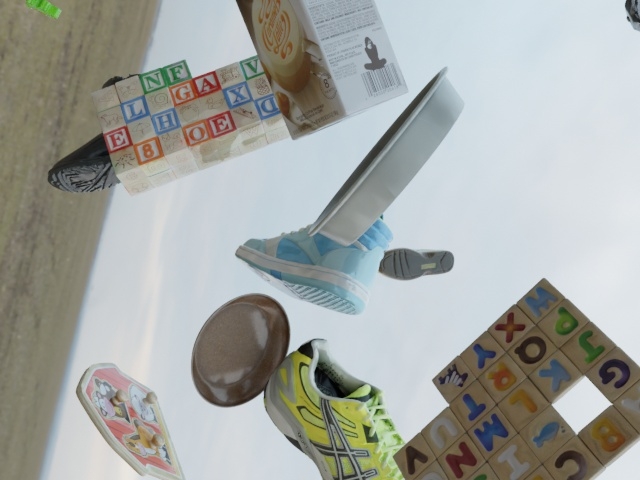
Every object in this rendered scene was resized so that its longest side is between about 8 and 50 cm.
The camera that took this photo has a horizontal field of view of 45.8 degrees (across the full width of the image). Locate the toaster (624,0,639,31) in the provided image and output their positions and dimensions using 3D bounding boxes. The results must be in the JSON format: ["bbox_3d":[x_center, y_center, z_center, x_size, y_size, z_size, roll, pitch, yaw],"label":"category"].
[{"bbox_3d":[0.450,-0.295,0.894,0.146,0.227,0.129,-31,-107,19],"label":"toaster"}]

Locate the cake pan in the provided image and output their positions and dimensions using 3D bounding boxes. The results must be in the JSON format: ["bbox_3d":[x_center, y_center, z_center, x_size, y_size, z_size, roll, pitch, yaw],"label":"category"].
[{"bbox_3d":[0.094,-0.106,1.034,0.293,0.054,0.293,-51,-177,4],"label":"cake pan"}]

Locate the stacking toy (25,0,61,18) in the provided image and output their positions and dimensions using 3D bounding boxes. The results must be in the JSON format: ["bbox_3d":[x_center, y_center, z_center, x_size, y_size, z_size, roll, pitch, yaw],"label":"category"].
[{"bbox_3d":[-0.515,-0.498,1.307,0.167,0.221,0.052,-65,-173,-12],"label":"stacking toy"}]

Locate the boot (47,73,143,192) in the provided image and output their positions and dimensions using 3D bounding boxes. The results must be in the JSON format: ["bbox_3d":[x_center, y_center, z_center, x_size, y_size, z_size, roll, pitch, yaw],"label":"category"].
[{"bbox_3d":[-0.422,-0.217,1.511,0.094,0.246,0.207,57,20,-60],"label":"boot"}]

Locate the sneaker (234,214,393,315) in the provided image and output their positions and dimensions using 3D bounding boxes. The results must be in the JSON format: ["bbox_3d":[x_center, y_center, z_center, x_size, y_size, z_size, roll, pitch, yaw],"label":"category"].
[{"bbox_3d":[0.000,0.000,1.337,0.319,0.127,0.208,16,-110,43],"label":"sneaker"}]

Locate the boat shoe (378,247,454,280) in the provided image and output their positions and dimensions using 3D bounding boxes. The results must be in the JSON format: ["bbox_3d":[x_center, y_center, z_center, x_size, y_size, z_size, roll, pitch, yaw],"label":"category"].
[{"bbox_3d":[0.183,0.046,1.566,0.072,0.190,0.068,19,-76,59],"label":"boat shoe"}]

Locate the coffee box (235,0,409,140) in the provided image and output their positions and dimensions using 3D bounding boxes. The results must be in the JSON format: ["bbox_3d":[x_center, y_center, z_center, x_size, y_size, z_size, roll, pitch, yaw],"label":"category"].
[{"bbox_3d":[-0.013,-0.257,0.875,0.141,0.098,0.247,-12,-78,61],"label":"coffee box"}]

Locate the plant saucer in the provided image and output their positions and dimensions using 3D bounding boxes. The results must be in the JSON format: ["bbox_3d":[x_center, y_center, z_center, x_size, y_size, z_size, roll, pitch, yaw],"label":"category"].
[{"bbox_3d":[-0.136,0.176,1.245,0.036,0.198,0.199,21,-81,46],"label":"plant saucer"}]

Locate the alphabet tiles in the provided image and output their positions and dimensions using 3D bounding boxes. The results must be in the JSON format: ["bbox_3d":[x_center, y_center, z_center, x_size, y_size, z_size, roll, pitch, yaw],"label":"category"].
[{"bbox_3d":[0.176,0.166,0.708,0.237,0.009,0.198,-44,-146,8],"label":"alphabet tiles"}]

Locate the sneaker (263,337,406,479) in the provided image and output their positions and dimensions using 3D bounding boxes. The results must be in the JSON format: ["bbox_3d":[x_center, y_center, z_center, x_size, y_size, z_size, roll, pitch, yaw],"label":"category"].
[{"bbox_3d":[0.064,0.314,1.170,0.145,0.384,0.147,-24,148,-48],"label":"sneaker"}]

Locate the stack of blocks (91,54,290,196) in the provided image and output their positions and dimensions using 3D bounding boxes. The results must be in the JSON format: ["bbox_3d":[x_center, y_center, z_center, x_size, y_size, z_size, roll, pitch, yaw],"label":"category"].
[{"bbox_3d":[-0.219,-0.214,1.299,0.087,0.297,0.171,77,-8,-68],"label":"stack of blocks"}]

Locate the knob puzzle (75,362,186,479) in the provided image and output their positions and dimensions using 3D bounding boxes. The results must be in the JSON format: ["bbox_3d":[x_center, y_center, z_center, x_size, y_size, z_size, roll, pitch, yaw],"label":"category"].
[{"bbox_3d":[-0.261,0.237,1.046,0.030,0.213,0.213,-36,-157,5],"label":"knob puzzle"}]
